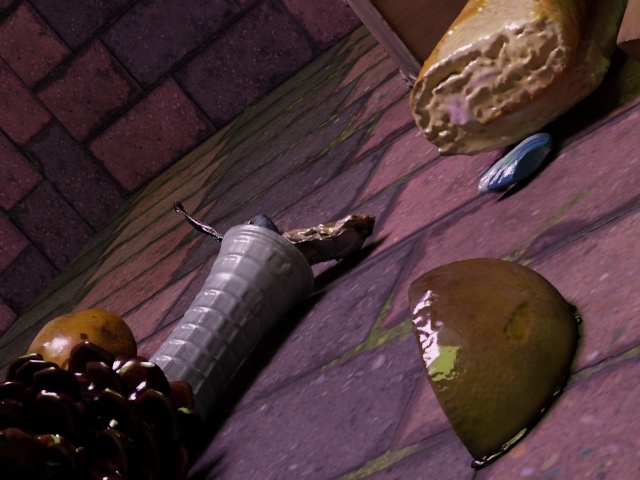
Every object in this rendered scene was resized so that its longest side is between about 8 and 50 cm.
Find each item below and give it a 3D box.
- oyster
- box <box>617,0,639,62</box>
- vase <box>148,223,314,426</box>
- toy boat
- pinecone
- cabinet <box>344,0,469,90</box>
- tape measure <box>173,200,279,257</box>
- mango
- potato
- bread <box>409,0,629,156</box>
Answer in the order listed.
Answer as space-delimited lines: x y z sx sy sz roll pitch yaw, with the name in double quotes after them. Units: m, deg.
0.001 0.003 1.621 0.165 0.108 0.053 -6 57 18 "oyster"
0.395 -0.242 1.287 0.111 0.111 0.177 -43 14 -8 "box"
-0.135 0.128 1.521 0.143 0.143 0.299 -26 23 48 "vase"
0.214 -0.087 1.426 0.105 0.034 0.149 -43 14 -30 "toy boat"
-0.287 0.251 1.282 0.298 0.242 0.296 -32 13 18 "pinecone"
0.199 -0.412 1.919 0.290 0.318 0.227 -41 15 2 "cabinet"
-0.162 -0.036 2.053 0.107 0.180 0.104 -46 -2 -17 "tape measure"
-0.376 0.201 1.919 0.176 0.176 0.329 -16 -1 10 "mango"
0.140 0.062 1.003 0.120 0.100 0.261 -37 14 16 "potato"
0.261 -0.252 1.538 0.236 0.165 0.375 -30 15 31 "bread"
